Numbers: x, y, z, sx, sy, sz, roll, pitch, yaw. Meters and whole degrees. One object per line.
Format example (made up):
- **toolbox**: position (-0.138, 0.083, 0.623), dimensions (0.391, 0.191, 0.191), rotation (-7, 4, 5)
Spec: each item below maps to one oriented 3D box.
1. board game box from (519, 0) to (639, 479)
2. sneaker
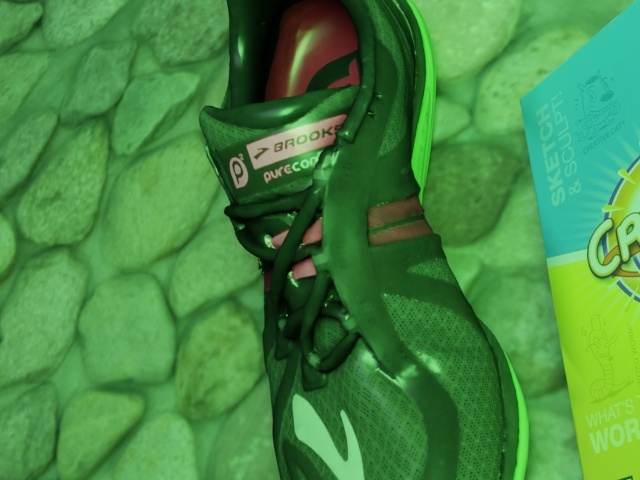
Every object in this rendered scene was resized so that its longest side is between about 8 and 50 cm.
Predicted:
- **board game box**: position (0.222, 0.004, 0.550), dimensions (0.242, 0.064, 0.316), rotation (137, 135, -54)
- **sneaker**: position (0.000, 0.000, 0.681), dimensions (0.185, 0.202, 0.483), rotation (-24, 60, 24)
